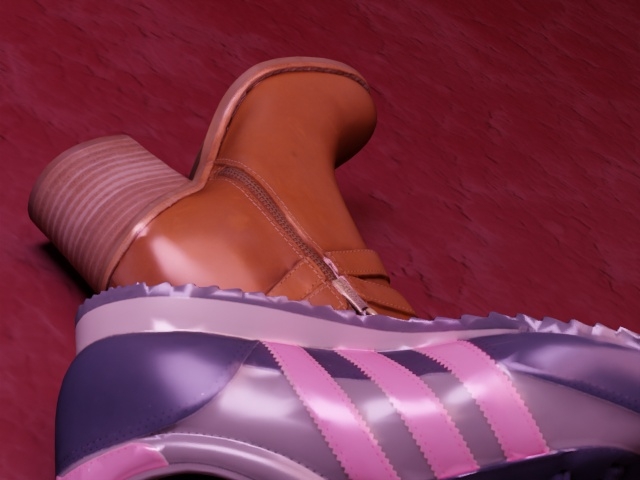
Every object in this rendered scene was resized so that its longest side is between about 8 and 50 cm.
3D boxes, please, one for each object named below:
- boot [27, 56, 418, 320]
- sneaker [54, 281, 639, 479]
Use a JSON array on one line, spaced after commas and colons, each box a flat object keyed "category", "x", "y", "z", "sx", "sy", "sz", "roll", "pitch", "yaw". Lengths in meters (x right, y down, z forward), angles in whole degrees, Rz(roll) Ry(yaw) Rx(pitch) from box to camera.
[{"category": "boot", "x": 0.000, "y": 0.000, "z": 0.802, "sx": 0.220, "sy": 0.109, "sz": 0.283, "roll": 39, "pitch": 32, "yaw": 21}, {"category": "sneaker", "x": 0.039, "y": 0.104, "z": 0.604, "sx": 0.319, "sy": 0.112, "sz": 0.131, "roll": 3, "pitch": 60, "yaw": 7}]
